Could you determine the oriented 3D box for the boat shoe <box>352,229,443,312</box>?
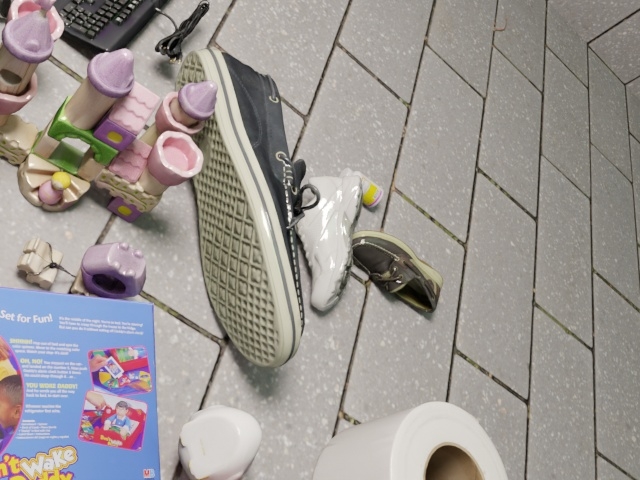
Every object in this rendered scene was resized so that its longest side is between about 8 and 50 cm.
[{"bbox_3d":[0.136,0.058,1.263,0.223,0.080,0.073,32,43,-31],"label":"boat shoe"}]

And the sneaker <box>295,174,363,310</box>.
[{"bbox_3d":[0.000,0.000,1.179,0.115,0.090,0.232,8,73,9],"label":"sneaker"}]

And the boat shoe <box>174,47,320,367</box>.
[{"bbox_3d":[-0.091,-0.062,1.049,0.156,0.187,0.500,3,60,-36],"label":"boat shoe"}]

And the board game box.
[{"bbox_3d":[-0.344,0.169,0.755,0.347,0.078,0.233,12,60,-38],"label":"board game box"}]

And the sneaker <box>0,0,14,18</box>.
[{"bbox_3d":[-0.399,-0.437,1.032,0.118,0.110,0.292,38,48,-5],"label":"sneaker"}]

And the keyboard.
[{"bbox_3d":[-0.275,-0.382,1.135,0.201,0.033,0.317,30,49,-9],"label":"keyboard"}]

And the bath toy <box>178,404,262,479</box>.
[{"bbox_3d":[-0.100,0.372,0.837,0.129,0.151,0.348,57,18,-66],"label":"bath toy"}]

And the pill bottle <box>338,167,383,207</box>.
[{"bbox_3d":[0.073,-0.099,1.320,0.083,0.043,0.043,34,48,-24],"label":"pill bottle"}]

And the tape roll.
[{"bbox_3d":[0.132,0.367,1.019,0.246,0.169,0.246,21,55,-33],"label":"tape roll"}]

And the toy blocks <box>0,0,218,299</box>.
[{"bbox_3d":[-0.273,-0.132,0.859,0.288,0.260,0.309,31,49,-27],"label":"toy blocks"}]
